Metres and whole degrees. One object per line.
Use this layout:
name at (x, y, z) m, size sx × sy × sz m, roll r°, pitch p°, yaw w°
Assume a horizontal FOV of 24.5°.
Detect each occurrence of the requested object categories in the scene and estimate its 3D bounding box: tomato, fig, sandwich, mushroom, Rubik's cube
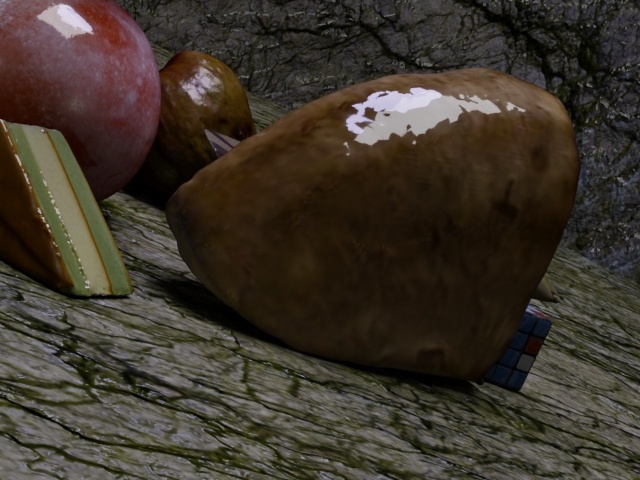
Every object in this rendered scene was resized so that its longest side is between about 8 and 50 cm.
tomato at (-0.296, -0.171, 1.574) m, size 0.270 × 0.227 × 0.270 m, roll 27°, pitch 8°, yaw -4°
fig at (-0.133, -0.102, 1.820) m, size 0.290 × 0.191 × 0.190 m, roll 46°, pitch 19°, yaw 29°
sandwich at (-0.281, -0.004, 1.332) m, size 0.187 × 0.144 × 0.117 m, roll 65°, pitch 21°, yaw 13°
mushroom at (0.057, -0.039, 1.488) m, size 0.397 × 0.314 × 0.224 m, roll 10°, pitch 27°, yaw -43°
Rubik's cube at (0.193, 0.105, 1.697) m, size 0.092 × 0.092 × 0.092 m, roll 20°, pitch 9°, yaw -27°

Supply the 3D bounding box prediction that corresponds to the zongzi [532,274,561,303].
zongzi at (0.178, -0.011, 2.199) m, size 0.289 × 0.154 × 0.317 m, roll 6°, pitch 25°, yaw -40°

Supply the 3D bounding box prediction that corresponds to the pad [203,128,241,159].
pad at (0.000, 0.000, 1.711) m, size 0.220 × 0.004 × 0.330 m, roll 17°, pitch 32°, yaw -41°
